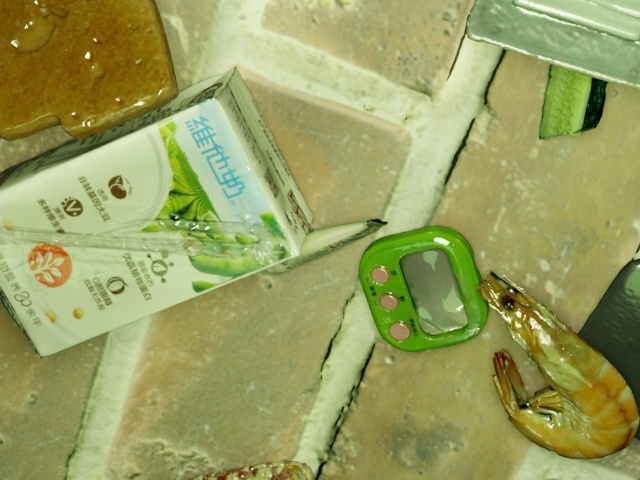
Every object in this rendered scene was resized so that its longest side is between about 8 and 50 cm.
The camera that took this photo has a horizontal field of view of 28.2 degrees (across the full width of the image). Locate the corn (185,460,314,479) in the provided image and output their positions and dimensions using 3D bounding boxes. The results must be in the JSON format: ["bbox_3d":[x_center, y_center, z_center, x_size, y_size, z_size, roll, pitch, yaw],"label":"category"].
[{"bbox_3d":[-0.118,0.317,1.550,0.237,0.079,0.080,-13,112,20],"label":"corn"}]

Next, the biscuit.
[{"bbox_3d":[-0.271,-0.200,1.262,0.301,0.043,0.278,31,88,14],"label":"biscuit"}]

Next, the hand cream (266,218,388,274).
[{"bbox_3d":[0.000,0.000,1.389,0.143,0.061,0.039,-19,79,20],"label":"hand cream"}]

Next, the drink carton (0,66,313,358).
[{"bbox_3d":[-0.197,-0.028,1.365,0.324,0.132,0.194,-21,109,17],"label":"drink carton"}]

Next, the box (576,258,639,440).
[{"bbox_3d":[0.383,0.131,1.386,0.212,0.042,0.201,27,117,-4],"label":"box"}]

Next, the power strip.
[{"bbox_3d":[0.257,-0.252,1.170,0.213,0.064,0.198,15,87,5],"label":"power strip"}]

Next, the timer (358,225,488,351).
[{"bbox_3d":[0.114,0.053,1.395,0.128,0.047,0.140,-13,112,18],"label":"timer"}]

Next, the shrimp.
[{"bbox_3d":[0.244,0.139,1.374,0.150,0.068,0.249,-24,104,34],"label":"shrimp"}]

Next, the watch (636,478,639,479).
[{"bbox_3d":[0.448,0.412,1.420,0.305,0.241,0.275,1,102,9],"label":"watch"}]

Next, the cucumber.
[{"bbox_3d":[0.263,-0.189,1.246,0.046,0.070,0.220,-7,120,-19],"label":"cucumber"}]
